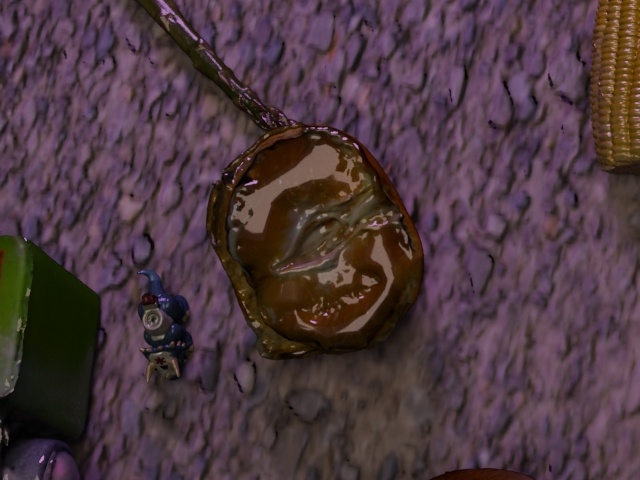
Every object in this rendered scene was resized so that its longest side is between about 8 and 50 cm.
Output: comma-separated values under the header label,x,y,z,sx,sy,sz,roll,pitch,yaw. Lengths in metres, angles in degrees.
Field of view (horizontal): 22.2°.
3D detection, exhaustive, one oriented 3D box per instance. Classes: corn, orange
label,x,y,z,sx,sy,sz,roll,pitch,yaw
corn,0.232,-0.127,1.138,0.085,0.063,0.165,4,81,2
orange,0.000,0.000,1.149,0.160,0.112,0.170,23,108,8

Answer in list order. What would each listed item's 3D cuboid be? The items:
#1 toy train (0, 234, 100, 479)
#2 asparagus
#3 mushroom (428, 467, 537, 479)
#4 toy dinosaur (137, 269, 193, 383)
label,x,y,z,sx,sy,sz,roll,pitch,yaw
toy train,-0.316,0.119,1.181,0.307,0.173,0.249,-1,71,15
asparagus,-0.097,-0.153,1.253,0.024,0.025,0.248,-28,66,-37
mushroom,0.106,0.265,1.046,0.194,0.138,0.231,-34,72,6
toy dinosaur,-0.117,0.063,1.199,0.031,0.047,0.083,-11,77,14
